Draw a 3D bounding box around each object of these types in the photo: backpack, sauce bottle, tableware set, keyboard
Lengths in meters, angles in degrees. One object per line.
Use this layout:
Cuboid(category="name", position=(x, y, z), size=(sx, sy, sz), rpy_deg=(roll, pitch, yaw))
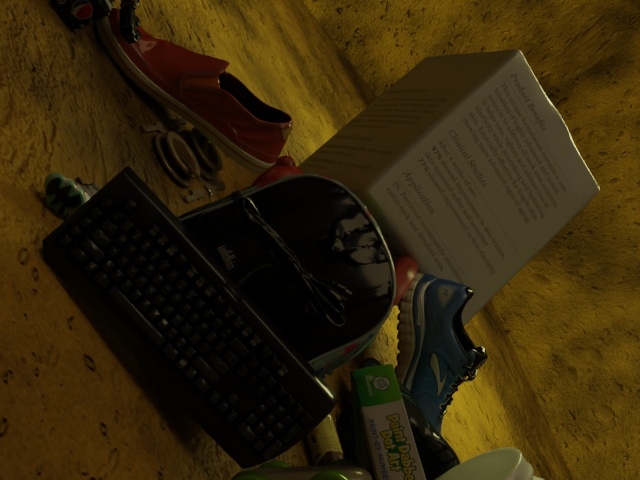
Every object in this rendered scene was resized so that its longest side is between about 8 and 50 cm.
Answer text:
Cuboid(category="backpack", position=(-0.048, 0.055, 1.097), size=(0.225, 0.253, 0.191), rpy_deg=(62, -5, 14))
Cuboid(category="sauce bottle", position=(0.009, 0.276, 1.267), size=(0.042, 0.042, 0.128), rpy_deg=(45, 20, -45))
Cuboid(category="tableware set", position=(-0.180, -0.126, 1.427), size=(0.128, 0.039, 0.194), rpy_deg=(59, 14, -3))
Cuboid(category="keyboard", position=(-0.096, 0.058, 0.972), size=(0.317, 0.201, 0.033), rpy_deg=(48, -7, -12))

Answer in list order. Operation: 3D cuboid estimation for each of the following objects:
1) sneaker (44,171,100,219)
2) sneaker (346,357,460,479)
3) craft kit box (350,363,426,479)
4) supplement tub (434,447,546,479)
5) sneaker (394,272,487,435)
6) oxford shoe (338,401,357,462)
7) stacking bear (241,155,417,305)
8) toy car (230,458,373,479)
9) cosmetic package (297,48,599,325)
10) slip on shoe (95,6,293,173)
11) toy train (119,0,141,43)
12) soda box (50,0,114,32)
Cuboid(category="sneaker", position=(-0.255, -0.049, 1.033), size=(0.069, 0.038, 0.098), rpy_deg=(-107, 170, -46))
Cuboid(category="sneaker", position=(0.139, 0.289, 1.550), size=(0.267, 0.101, 0.106), rpy_deg=(53, 22, -26))
Cuboid(category="craft kit box", position=(0.084, 0.310, 1.090), size=(0.247, 0.060, 0.250), rpy_deg=(-108, -171, -47))
Cuboid(category="supplement tub", position=(0.280, 0.479, 1.407), size=(0.316, 0.228, 0.228), rpy_deg=(60, 14, -1))
Cuboid(category="sneaker", position=(0.199, 0.223, 1.643), size=(0.130, 0.147, 0.330), rpy_deg=(-25, 118, -75))
Cuboid(category="oxford shoe", position=(0.082, 0.317, 1.362), size=(0.096, 0.082, 0.227), rpy_deg=(58, 15, -24))
Cuboid(category="stacking bear", position=(0.000, 0.000, 1.587), size=(0.289, 0.175, 0.164), rpy_deg=(48, 8, -8))
Cuboid(category="toy car", position=(-0.017, 0.320, 0.988), size=(0.155, 0.148, 0.189), rpy_deg=(44, 43, -79))
Cuboid(category="cosmetic package", position=(0.227, -0.106, 1.852), size=(0.329, 0.393, 0.327), rpy_deg=(55, -16, -21))
Cuboid(category="slip on shoe", position=(-0.179, -0.234, 1.441), size=(0.331, 0.101, 0.123), rpy_deg=(38, 22, -13))
Cuboid(category="toy train", position=(-0.268, -0.346, 1.372), size=(0.036, 0.027, 0.158), rpy_deg=(54, 27, -65))
Cuboid(category="soda box", position=(-0.316, -0.345, 1.358), size=(0.053, 0.060, 0.169), rpy_deg=(59, 13, -29))
